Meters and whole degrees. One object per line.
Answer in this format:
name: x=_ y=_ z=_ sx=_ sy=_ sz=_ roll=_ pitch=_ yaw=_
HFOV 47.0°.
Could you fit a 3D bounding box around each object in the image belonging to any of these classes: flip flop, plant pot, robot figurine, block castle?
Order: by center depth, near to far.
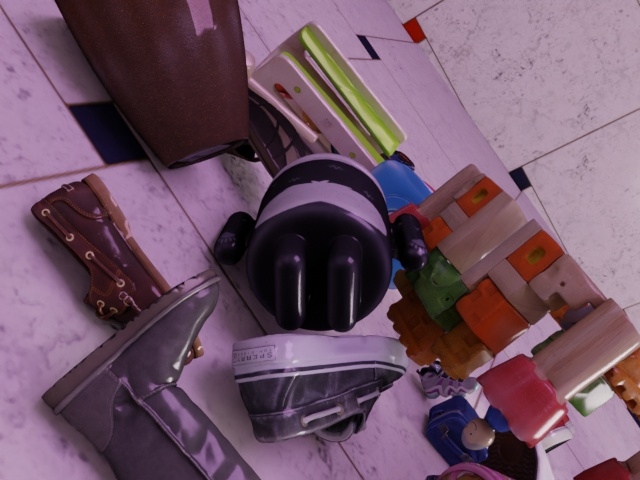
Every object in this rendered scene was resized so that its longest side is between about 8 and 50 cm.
plant pot: x=-0.177 y=-0.212 z=0.893 sx=0.215 sy=0.215 sz=0.230 roll=-25 pitch=96 yaw=-65
robot figurine: x=0.002 y=0.002 z=0.901 sx=0.209 sy=0.173 sz=0.278 roll=37 pitch=23 yaw=-15
block castle: x=0.246 y=0.122 z=0.931 sx=0.303 sy=0.213 sz=0.453 roll=45 pitch=11 yaw=-28
flip flop: x=-0.125 y=-0.173 z=1.063 sx=0.277 sy=0.080 sz=0.112 roll=44 pitch=27 yaw=13

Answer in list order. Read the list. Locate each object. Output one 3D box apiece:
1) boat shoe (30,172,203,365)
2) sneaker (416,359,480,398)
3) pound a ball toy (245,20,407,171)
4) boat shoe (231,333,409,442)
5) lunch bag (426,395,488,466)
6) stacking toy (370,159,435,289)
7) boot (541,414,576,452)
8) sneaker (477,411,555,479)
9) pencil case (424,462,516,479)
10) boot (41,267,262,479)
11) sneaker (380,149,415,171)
boat shoe: x=-0.191 y=0.038 z=0.691 sx=0.073 sy=0.073 sz=0.207 roll=-33 pitch=84 yaw=-28
sneaker: x=0.188 y=0.203 z=1.113 sx=0.069 sy=0.098 sz=0.038 roll=61 pitch=38 yaw=-13
pound a ball toy: x=-0.024 y=-0.215 z=1.262 sx=0.319 sy=0.136 sz=0.208 roll=47 pitch=51 yaw=-17
boat shoe: x=0.007 y=0.171 z=0.845 sx=0.335 sy=0.121 sz=0.119 roll=12 pitch=71 yaw=-58
lunch bag: x=0.200 y=0.282 z=1.080 sx=0.098 sy=0.067 sz=0.065 roll=50 pitch=25 yaw=-13
stacking toy: x=0.142 y=-0.033 z=1.308 sx=0.175 sy=0.166 sz=0.302 roll=48 pitch=9 yaw=6
boot: x=0.397 y=0.308 z=1.387 sx=0.176 sy=0.088 sz=0.244 roll=62 pitch=17 yaw=16
sneaker: x=0.316 y=0.395 z=1.121 sx=0.123 sy=0.106 sz=0.290 roll=30 pitch=46 yaw=-48
pencil case: x=0.289 y=0.399 z=0.890 sx=0.386 sy=0.167 sz=0.160 roll=28 pitch=76 yaw=-24
boot: x=-0.100 y=0.154 z=0.617 sx=0.208 sy=0.189 sz=0.076 roll=48 pitch=-17 yaw=0
sneaker: x=0.105 y=-0.161 z=1.460 sx=0.083 sy=0.087 sz=0.221 roll=3 pitch=35 yaw=-24
